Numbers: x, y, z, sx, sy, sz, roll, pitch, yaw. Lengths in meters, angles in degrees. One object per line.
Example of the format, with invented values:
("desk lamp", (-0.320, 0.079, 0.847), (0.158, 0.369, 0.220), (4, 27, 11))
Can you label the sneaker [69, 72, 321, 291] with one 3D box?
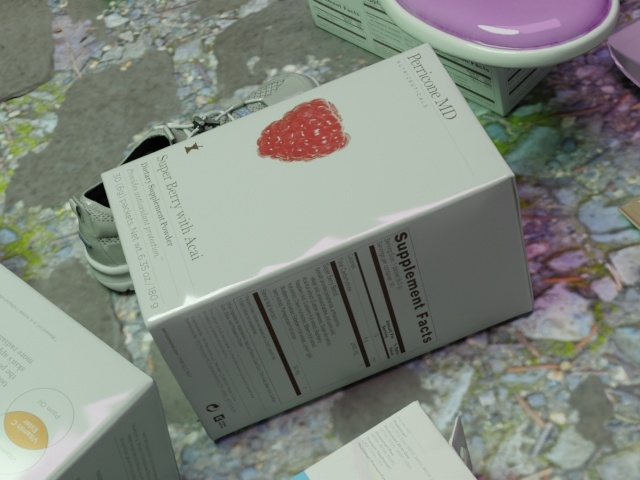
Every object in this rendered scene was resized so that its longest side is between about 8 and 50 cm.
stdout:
("sneaker", (-0.105, -0.071, 1.118), (0.281, 0.115, 0.105), (-42, 53, -18))

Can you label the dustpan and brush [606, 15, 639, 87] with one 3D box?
("dustpan and brush", (0.375, -0.145, 1.089), (0.147, 0.060, 0.211), (-28, 43, -6))

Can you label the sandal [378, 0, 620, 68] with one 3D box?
("sandal", (0.096, -0.290, 1.057), (0.169, 0.102, 0.416), (-31, 51, -7))

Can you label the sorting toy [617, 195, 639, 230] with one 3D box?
("sorting toy", (0.300, -0.015, 1.024), (0.062, 0.012, 0.083), (-26, 46, -12))

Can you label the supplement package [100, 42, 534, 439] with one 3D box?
("supplement package", (0.000, 0.000, 0.991), (0.293, 0.175, 0.177), (-22, 48, -3))

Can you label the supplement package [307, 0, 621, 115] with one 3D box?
("supplement package", (0.136, -0.281, 1.201), (0.262, 0.145, 0.204), (32, 66, 33))

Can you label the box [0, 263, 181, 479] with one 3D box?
("box", (-0.302, 0.201, 0.881), (0.215, 0.168, 0.345), (33, 60, 24))

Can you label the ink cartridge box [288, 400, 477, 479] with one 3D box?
("ink cartridge box", (0.056, 0.194, 0.873), (0.143, 0.092, 0.090), (-31, 51, -9))
